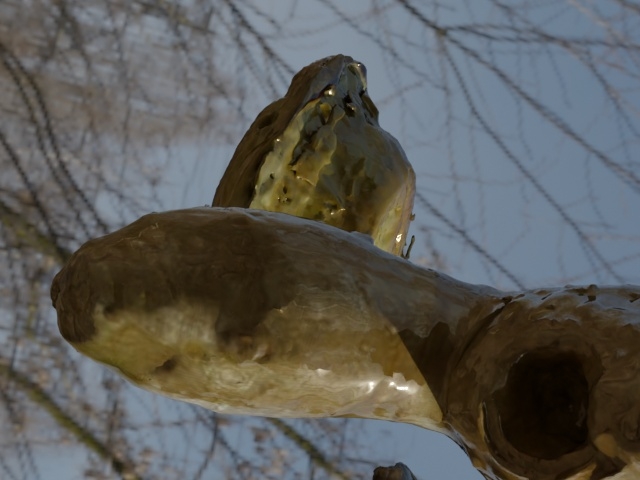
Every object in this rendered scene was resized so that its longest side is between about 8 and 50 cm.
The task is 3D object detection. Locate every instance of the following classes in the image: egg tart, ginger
[{"bbox_3d":[0.000,0.000,1.029,0.294,0.116,0.294,-57,161,-32],"label":"egg tart"},{"bbox_3d":[0.138,0.063,0.497,0.363,0.348,0.122,-1,-99,38],"label":"ginger"}]

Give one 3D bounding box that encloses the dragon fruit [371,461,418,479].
[{"bbox_3d":[0.107,0.385,1.272,0.277,0.277,0.342,-44,-122,52],"label":"dragon fruit"}]
